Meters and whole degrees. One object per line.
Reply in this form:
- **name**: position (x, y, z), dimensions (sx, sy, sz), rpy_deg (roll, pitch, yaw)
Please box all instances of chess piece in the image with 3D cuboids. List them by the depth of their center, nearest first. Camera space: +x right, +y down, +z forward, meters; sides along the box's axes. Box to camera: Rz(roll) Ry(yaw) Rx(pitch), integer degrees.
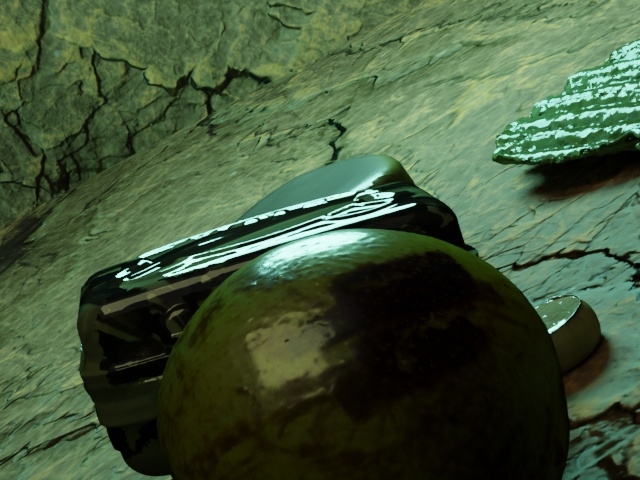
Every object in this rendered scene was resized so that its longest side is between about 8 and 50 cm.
- **chess piece**: position (0.185, 0.079, 1.437), dimensions (0.084, 0.038, 0.083), rpy_deg (-32, 15, 10)

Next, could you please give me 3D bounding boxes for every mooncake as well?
- **mooncake**: position (0.000, 0.000, 1.913), dimensions (0.235, 0.117, 0.235), rpy_deg (-29, 12, 7)

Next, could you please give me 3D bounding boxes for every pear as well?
- **pear**: position (0.032, 0.125, 1.168), dimensions (0.283, 0.283, 0.283), rpy_deg (-30, 15, 9)

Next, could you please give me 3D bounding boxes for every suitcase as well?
- **suitcase**: position (-0.031, 0.081, 1.486), dimensions (0.351, 0.194, 0.339), rpy_deg (-17, 8, -5)

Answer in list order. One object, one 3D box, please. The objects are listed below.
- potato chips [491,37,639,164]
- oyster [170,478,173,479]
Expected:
- **potato chips**: position (0.376, -0.183, 1.842), dimensions (0.429, 0.070, 0.358), rpy_deg (-15, 25, 49)
- **oyster**: position (-0.050, 0.208, 1.475), dimensions (0.166, 0.053, 0.108), rpy_deg (-19, 28, 19)
